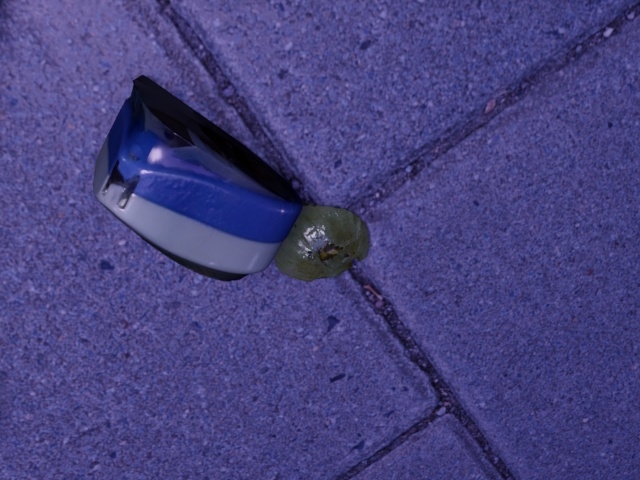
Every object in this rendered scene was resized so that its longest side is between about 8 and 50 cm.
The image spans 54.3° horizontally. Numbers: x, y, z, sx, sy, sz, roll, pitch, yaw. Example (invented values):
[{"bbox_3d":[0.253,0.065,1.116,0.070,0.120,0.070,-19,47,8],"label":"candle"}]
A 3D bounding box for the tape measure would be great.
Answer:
[{"bbox_3d":[-0.159,-0.069,0.796,0.262,0.259,0.138,32,102,-27],"label":"tape measure"}]

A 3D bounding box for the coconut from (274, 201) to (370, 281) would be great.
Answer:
[{"bbox_3d":[0.000,0.004,0.969,0.158,0.055,0.133,-28,117,-2],"label":"coconut"}]
